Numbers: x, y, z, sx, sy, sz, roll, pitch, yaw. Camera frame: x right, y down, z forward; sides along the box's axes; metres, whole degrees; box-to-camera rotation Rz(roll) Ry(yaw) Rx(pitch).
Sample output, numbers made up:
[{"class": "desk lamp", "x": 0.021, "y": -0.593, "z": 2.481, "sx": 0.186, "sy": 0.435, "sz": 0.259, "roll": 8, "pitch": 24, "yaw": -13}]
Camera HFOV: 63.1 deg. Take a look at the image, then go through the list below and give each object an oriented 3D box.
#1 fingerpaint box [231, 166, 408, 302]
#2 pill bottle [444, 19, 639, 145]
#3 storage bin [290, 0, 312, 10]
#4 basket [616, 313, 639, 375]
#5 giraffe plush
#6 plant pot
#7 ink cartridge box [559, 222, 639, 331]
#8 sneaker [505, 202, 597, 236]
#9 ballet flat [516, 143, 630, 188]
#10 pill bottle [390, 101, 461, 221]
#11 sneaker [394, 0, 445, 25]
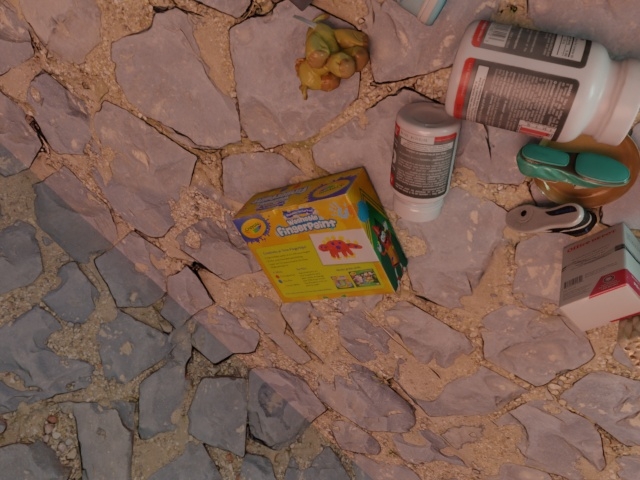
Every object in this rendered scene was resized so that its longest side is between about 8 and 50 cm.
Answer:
[{"class": "fingerpaint box", "x": 0.000, "y": 0.000, "z": 1.675, "sx": 0.445, "sy": 0.163, "sz": 0.371, "roll": -10, "pitch": 121, "yaw": 35}, {"class": "pill bottle", "x": 0.468, "y": -0.328, "z": 1.106, "sx": 0.363, "sy": 0.210, "sz": 0.210, "roll": 19, "pitch": 133, "yaw": 16}, {"class": "storage bin", "x": -0.038, "y": -0.620, "z": 1.243, "sx": 0.091, "sy": 0.098, "sz": 0.135, "roll": 40, "pitch": 136, "yaw": -20}, {"class": "basket", "x": 0.902, "y": 0.191, "z": 1.196, "sx": 0.266, "sy": 0.331, "sz": 0.328, "roll": 47, "pitch": 138, "yaw": -11}, {"class": "giraffe plush", "x": 0.004, "y": -0.445, "z": 1.318, "sx": 0.210, "sy": 0.181, "sz": 0.170, "roll": 37, "pitch": 143, "yaw": 10}, {"class": "plant pot", "x": 0.634, "y": -0.184, "z": 1.256, "sx": 0.236, "sy": 0.032, "sz": 0.236, "roll": 15, "pitch": 132, "yaw": 17}, {"class": "ink cartridge box", "x": 0.702, "y": 0.089, "z": 1.299, "sx": 0.100, "sy": 0.237, "sz": 0.172, "roll": 43, "pitch": 134, "yaw": -12}, {"class": "sneaker", "x": 0.605, "y": -0.042, "z": 1.359, "sx": 0.121, "sy": 0.079, "sz": 0.217, "roll": 19, "pitch": 170, "yaw": -32}, {"class": "ballet flat", "x": 0.588, "y": -0.166, "z": 1.231, "sx": 0.247, "sy": 0.083, "sz": 0.087, "roll": 17, "pitch": 157, "yaw": 17}, {"class": "pill bottle", "x": 0.266, "y": -0.199, "z": 1.362, "sx": 0.161, "sy": 0.161, "sz": 0.283, "roll": 16, "pitch": 132, "yaw": 18}, {"class": "sneaker", "x": 0.210, "y": -0.628, "z": 1.068, "sx": 0.208, "sy": 0.127, "sz": 0.319, "roll": 28, "pitch": 134, "yaw": 4}]
